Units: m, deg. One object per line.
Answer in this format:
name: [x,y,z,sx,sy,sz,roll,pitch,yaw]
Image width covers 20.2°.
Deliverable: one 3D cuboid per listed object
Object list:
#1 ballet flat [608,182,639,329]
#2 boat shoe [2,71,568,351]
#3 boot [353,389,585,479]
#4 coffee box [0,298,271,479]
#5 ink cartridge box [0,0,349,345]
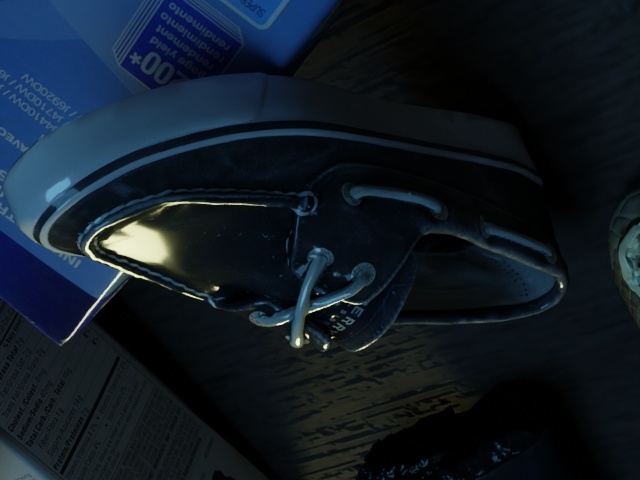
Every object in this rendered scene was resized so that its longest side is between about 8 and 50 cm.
ballet flat: [0.214,0.079,0.918,0.084,0.058,0.250,-11,119,35]
boat shoe: [0.000,0.000,0.815,0.108,0.301,0.102,-41,60,36]
boot: [0.156,0.182,1.009,0.246,0.094,0.207,-10,119,35]
coffee box: [-0.175,0.147,1.122,0.168,0.119,0.297,-26,119,39]
ink cartridge box: [-0.145,-0.132,0.899,0.270,0.151,0.395,39,136,-3]
